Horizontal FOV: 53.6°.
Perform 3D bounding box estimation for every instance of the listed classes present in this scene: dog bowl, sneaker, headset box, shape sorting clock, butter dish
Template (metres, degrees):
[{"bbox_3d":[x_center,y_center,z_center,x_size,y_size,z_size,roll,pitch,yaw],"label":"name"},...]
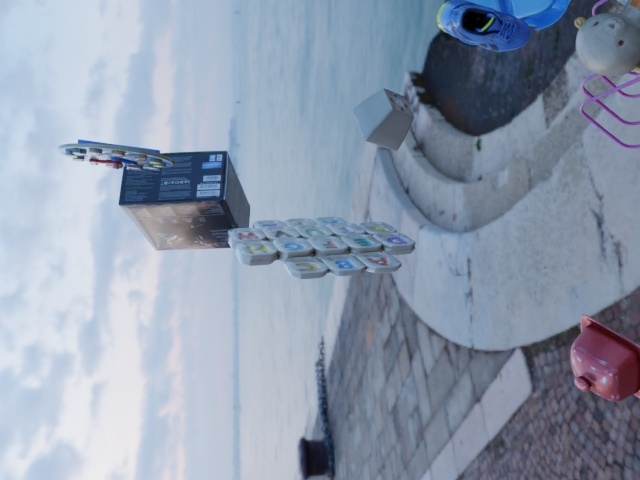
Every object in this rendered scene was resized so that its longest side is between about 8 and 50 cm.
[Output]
[{"bbox_3d":[0.416,-0.538,1.389,0.297,0.074,0.166,-2,116,45],"label":"dog bowl"},{"bbox_3d":[0.312,-0.384,1.151,0.082,0.209,0.069,44,125,56],"label":"sneaker"},{"bbox_3d":[-0.312,-0.082,1.528,0.283,0.246,0.131,76,-167,-65],"label":"headset box"},{"bbox_3d":[-0.379,-0.153,1.180,0.206,0.206,0.041,-166,81,-82],"label":"shape sorting clock"},{"bbox_3d":[0.557,0.257,1.261,0.160,0.118,0.160,39,156,51],"label":"butter dish"}]

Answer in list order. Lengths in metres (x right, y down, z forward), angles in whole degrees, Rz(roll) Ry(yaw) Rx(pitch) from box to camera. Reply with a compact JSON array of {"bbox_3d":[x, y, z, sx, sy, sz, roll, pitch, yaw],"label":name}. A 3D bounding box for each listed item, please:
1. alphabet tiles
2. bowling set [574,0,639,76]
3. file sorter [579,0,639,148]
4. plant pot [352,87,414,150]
[{"bbox_3d":[0.000,0.000,1.020,0.278,0.283,0.021,-135,45,-65],"label":"alphabet tiles"},{"bbox_3d":[0.255,-0.087,0.337,0.287,0.154,0.200,52,-164,23],"label":"bowling set"},{"bbox_3d":[0.673,-0.369,1.318,0.182,0.202,0.291,-21,47,56],"label":"file sorter"},{"bbox_3d":[0.157,-0.293,1.498,0.096,0.108,0.109,-46,47,37],"label":"plant pot"}]
